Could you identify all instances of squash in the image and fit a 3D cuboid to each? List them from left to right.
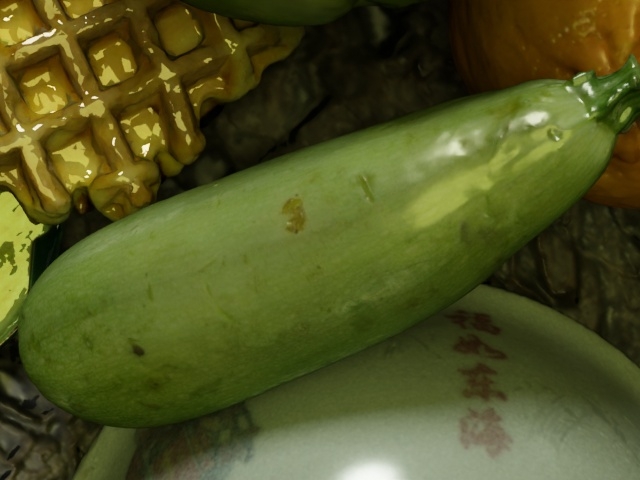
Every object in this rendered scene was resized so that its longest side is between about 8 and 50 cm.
[{"bbox_3d":[0.003,0.007,0.788,0.370,0.118,0.118,-22,93,20],"label":"squash"}]

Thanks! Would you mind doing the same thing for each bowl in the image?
[{"bbox_3d":[0.053,0.235,0.837,0.434,0.196,0.435,0,91,-5],"label":"bowl"}]

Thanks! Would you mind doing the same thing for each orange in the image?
[{"bbox_3d":[0.174,-0.121,0.828,0.219,0.193,0.219,16,119,32],"label":"orange"}]

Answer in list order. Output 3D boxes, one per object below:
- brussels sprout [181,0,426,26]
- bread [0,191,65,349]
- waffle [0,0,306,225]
[{"bbox_3d":[-0.018,-0.248,0.731,0.242,0.273,0.317,-27,80,-44],"label":"brussels sprout"},{"bbox_3d":[-0.262,-0.020,0.889,0.228,0.033,0.228,0,93,-5],"label":"bread"},{"bbox_3d":[-0.174,-0.158,0.857,0.329,0.062,0.329,1,83,-10],"label":"waffle"}]
